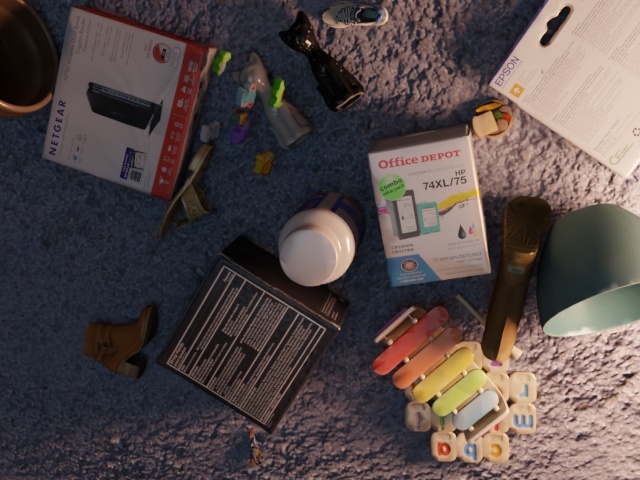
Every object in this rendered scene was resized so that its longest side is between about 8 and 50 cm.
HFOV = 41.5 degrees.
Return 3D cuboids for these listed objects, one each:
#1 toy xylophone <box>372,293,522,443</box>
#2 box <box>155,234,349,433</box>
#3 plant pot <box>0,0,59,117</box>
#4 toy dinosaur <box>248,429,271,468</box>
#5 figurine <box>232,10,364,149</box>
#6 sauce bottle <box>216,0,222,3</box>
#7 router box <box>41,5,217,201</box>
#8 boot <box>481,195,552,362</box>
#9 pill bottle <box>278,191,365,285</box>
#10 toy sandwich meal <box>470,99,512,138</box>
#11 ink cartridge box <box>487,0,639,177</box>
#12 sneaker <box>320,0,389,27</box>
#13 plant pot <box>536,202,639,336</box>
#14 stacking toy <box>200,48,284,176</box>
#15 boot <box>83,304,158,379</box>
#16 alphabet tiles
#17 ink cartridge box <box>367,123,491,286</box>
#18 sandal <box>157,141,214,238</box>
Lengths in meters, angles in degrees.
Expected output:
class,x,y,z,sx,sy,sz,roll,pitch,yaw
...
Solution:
class,x,y,z,sx,sy,sz,roll,pitch,yaw
toy xylophone,0.276,0.255,1.795,0.323,0.081,0.236,39,103,2
box,-0.141,0.195,1.818,0.294,0.182,0.296,32,107,0
plant pot,-0.721,-0.368,1.758,0.229,0.263,0.262,-11,103,31
toy dinosaur,-0.159,0.488,1.979,0.090,0.047,0.082,-31,79,27
figurine,-0.055,-0.323,1.719,0.215,0.092,0.209,-36,88,18
sauce bottle,-0.174,-0.536,1.699,0.042,0.042,0.128,42,110,-2
router box,-0.407,-0.289,1.788,0.301,0.082,0.335,18,108,5
boot,0.387,0.073,1.707,0.089,0.236,0.269,16,128,17
pill bottle,0.000,0.000,1.691,0.153,0.272,0.152,3,106,10
toy sandwich meal,0.342,-0.242,1.688,0.086,0.029,0.085,3,106,10
ink cartridge box,0.546,-0.342,1.604,0.330,0.071,0.324,36,109,3
sneaker,0.065,-0.448,1.669,0.135,0.058,0.052,-1,105,11
plant pot,0.540,0.044,1.626,0.290,0.290,0.195,-20,66,15
stacking toy,-0.154,-0.259,1.713,0.167,0.052,0.221,31,127,23
boot,-0.465,0.215,1.945,0.153,0.073,0.197,22,105,8
alphabet tiles,0.327,0.353,1.854,0.284,0.021,0.277,-1,99,11
ink cartridge box,0.218,-0.075,1.669,0.198,0.197,0.269,-9,103,12
sandal,-0.268,-0.089,1.815,0.079,0.088,0.240,29,103,3
